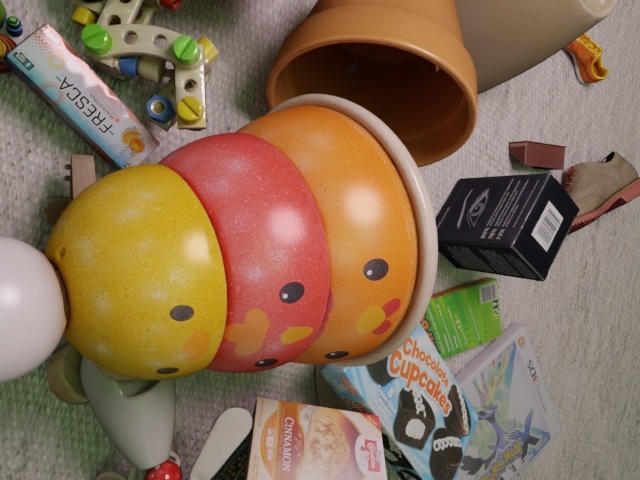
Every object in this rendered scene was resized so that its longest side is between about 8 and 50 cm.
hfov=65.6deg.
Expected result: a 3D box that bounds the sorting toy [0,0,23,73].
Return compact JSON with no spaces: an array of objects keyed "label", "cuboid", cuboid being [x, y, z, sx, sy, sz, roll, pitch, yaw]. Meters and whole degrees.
[{"label":"sorting toy","cuboid":[-0.384,-0.250,0.582,0.061,0.042,0.101,-23,104,-26]}]

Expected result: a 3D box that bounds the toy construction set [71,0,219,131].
[{"label":"toy construction set","cuboid":[-0.182,-0.310,0.629,0.215,0.151,0.327,23,73,-4]}]

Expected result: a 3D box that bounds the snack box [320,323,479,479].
[{"label":"snack box","cuboid":[0.148,0.263,0.838,0.322,0.060,0.187,56,49,-19]}]

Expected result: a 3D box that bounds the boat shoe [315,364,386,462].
[{"label":"boat shoe","cuboid":[0.056,0.285,0.859,0.079,0.084,0.233,-35,106,-63]}]

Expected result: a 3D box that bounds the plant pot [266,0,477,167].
[{"label":"plant pot","cuboid":[0.083,-0.263,0.727,0.291,0.291,0.203,23,66,-29]}]

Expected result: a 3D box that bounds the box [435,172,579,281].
[{"label":"box","cuboid":[0.321,-0.028,0.898,0.108,0.207,0.153,39,76,-26]}]

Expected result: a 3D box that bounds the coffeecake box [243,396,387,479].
[{"label":"coffeecake box","cuboid":[-0.008,0.306,0.684,0.186,0.142,0.068,12,122,-8]}]

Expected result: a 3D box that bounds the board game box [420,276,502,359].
[{"label":"board game box","cuboid":[0.250,0.161,0.970,0.260,0.039,0.124,-13,99,-30]}]

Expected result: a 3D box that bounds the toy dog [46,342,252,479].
[{"label":"toy dog","cuboid":[-0.201,0.224,0.653,0.161,0.220,0.333,-38,122,-56]}]

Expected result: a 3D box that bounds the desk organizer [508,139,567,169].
[{"label":"desk organizer","cuboid":[0.462,-0.180,1.060,0.130,0.047,0.050,0,96,-29]}]

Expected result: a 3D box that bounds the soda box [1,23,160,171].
[{"label":"soda box","cuboid":[-0.290,-0.167,0.613,0.063,0.058,0.183,-51,125,-18]}]

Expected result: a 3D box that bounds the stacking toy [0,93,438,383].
[{"label":"stacking toy","cuboid":[-0.142,0.033,0.509,0.480,0.351,0.350,-16,101,-42]}]

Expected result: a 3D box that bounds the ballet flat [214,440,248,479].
[{"label":"ballet flat","cuboid":[-0.176,0.478,0.663,0.483,0.182,0.164,-43,124,-20]}]

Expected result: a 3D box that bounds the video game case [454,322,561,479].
[{"label":"video game case","cuboid":[0.365,0.387,1.049,0.329,0.036,0.299,-33,108,-23]}]

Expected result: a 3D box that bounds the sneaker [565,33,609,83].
[{"label":"sneaker","cuboid":[0.586,-0.429,1.101,0.175,0.067,0.064,45,74,-22]}]

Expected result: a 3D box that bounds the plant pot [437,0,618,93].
[{"label":"plant pot","cuboid":[0.342,-0.403,0.847,0.257,0.274,0.256,-2,94,-30]}]

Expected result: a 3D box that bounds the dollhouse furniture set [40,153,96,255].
[{"label":"dollhouse furniture set","cuboid":[-0.330,-0.003,0.572,0.123,0.144,0.151,1,129,-29]}]

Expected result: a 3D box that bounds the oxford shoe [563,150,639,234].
[{"label":"oxford shoe","cuboid":[0.569,-0.096,1.108,0.348,0.123,0.130,-24,78,-25]}]
